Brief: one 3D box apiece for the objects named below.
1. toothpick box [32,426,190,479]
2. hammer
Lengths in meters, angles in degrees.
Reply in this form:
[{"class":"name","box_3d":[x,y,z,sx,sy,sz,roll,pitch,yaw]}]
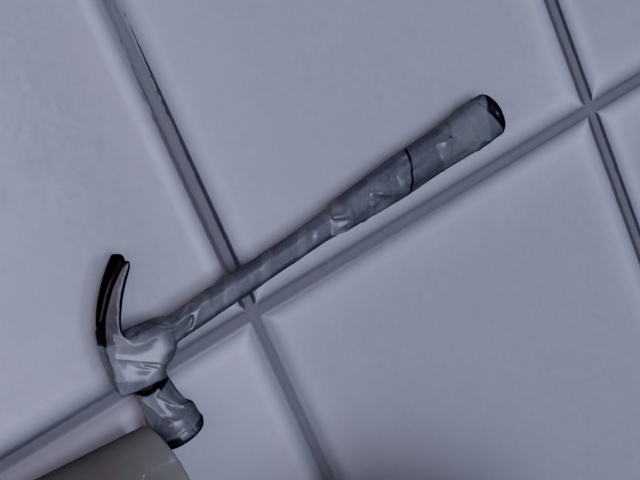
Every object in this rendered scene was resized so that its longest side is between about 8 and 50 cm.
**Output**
[{"class":"toothpick box","box_3d":[-0.186,0.224,0.931,0.180,0.111,0.111,-26,105,-27]},{"class":"hammer","box_3d":[0.001,0.000,1.062,0.427,0.044,0.152,-32,107,-25]}]
